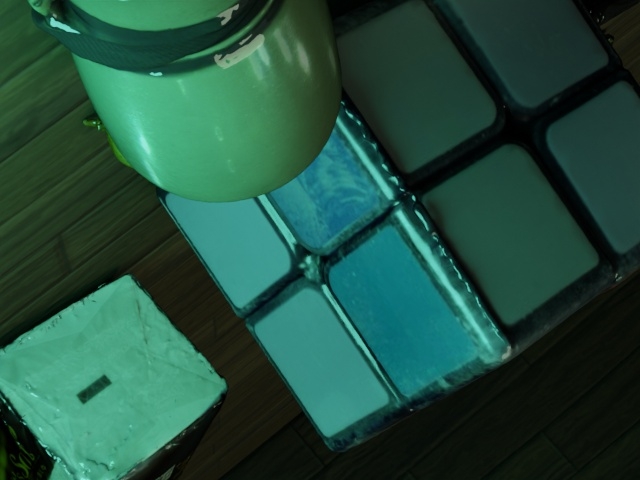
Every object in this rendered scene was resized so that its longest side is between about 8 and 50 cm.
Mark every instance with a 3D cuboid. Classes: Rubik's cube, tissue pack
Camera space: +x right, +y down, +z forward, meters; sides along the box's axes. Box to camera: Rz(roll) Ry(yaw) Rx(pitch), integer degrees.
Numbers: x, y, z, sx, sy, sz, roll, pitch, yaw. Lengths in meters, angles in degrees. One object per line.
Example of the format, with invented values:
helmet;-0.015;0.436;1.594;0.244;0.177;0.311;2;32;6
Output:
Rubik's cube;0.097;-0.043;1.492;0.313;0.316;0.318;-32;178;-35
tissue pack;-0.257;0.219;1.740;0.210;0.198;0.370;-30;165;-33

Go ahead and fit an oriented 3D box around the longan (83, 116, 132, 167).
longan;-0.141;-0.088;1.281;0.083;0.075;0.075;3;162;-5

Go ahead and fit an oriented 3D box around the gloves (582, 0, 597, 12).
gloves;0.232;-0.258;1.737;0.164;0.124;0.203;-22;-153;41

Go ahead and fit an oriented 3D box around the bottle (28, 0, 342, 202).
bottle;-0.080;-0.144;1.000;0.168;0.168;0.347;-39;165;-6

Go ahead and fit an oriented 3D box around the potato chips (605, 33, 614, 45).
potato chips;0.362;-0.234;2.493;0.207;0.028;0.092;-45;167;13

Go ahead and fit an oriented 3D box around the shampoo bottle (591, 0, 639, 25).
shampoo bottle;0.392;-0.315;2.275;0.137;0.027;0.048;-31;164;-38
